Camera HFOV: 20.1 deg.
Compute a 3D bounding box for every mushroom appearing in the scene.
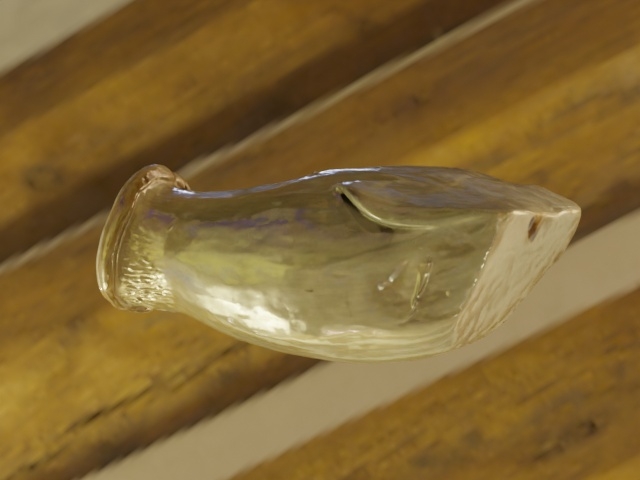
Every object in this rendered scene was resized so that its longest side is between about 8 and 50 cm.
[{"bbox_3d":[0.002,0.009,0.909,0.247,0.096,0.108,-1,-113,21],"label":"mushroom"}]
